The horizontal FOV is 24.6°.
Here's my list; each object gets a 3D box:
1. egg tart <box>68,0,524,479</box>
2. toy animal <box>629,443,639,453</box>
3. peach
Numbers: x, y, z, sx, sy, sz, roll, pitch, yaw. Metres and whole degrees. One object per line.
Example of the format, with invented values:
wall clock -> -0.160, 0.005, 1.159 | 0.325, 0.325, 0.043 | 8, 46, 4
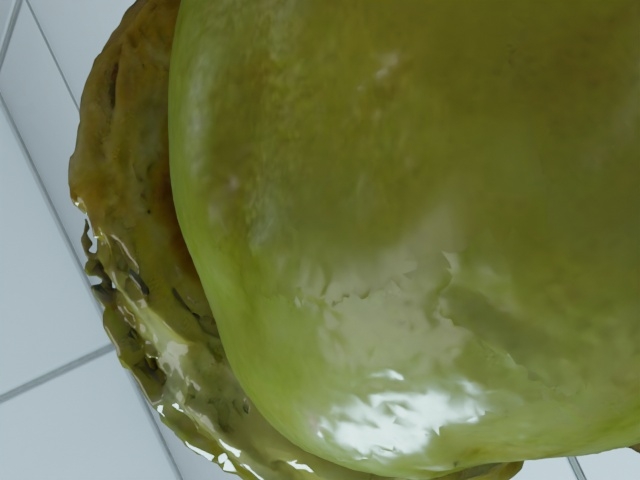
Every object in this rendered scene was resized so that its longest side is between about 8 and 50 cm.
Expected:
egg tart -> 0.000, 0.000, 0.860 | 0.150, 0.352, 0.352 | -32, 83, 49
toy animal -> 0.221, 0.097, 0.841 | 0.149, 0.054, 0.275 | 52, 158, 38
peach -> 0.090, -0.050, 0.654 | 0.316, 0.282, 0.314 | -8, 76, 52
